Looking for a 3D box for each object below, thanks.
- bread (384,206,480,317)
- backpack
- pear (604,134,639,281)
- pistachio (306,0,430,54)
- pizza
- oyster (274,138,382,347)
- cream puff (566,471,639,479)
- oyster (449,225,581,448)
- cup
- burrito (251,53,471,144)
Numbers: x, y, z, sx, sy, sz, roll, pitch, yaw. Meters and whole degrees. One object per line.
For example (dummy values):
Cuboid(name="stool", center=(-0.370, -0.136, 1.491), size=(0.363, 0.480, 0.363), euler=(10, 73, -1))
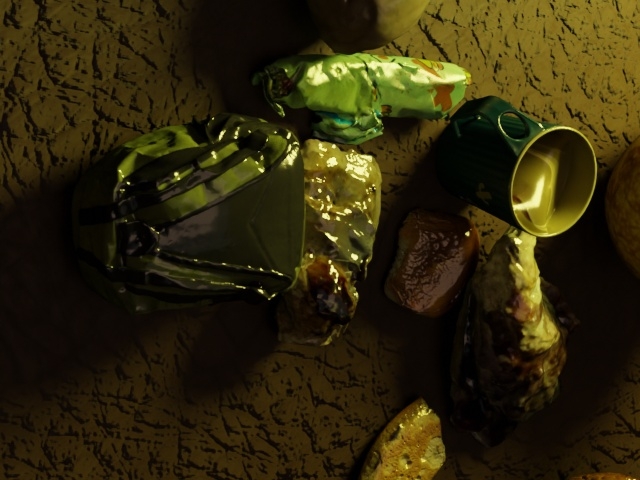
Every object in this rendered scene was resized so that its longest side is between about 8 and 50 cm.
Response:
Cuboid(name="bread", center=(0.138, 0.030, 1.983), size=(0.126, 0.044, 0.129), euler=(15, 98, -37))
Cuboid(name="backpack", center=(-0.129, -0.022, 1.712), size=(0.253, 0.140, 0.207), euler=(-13, 110, -31))
Cuboid(name="pear", center=(0.500, -0.047, 2.081), size=(0.281, 0.281, 0.280), euler=(-12, 111, -33))
Cuboid(name="pistachio", center=(0.067, -0.309, 1.770), size=(0.138, 0.153, 0.238), euler=(20, 90, 2))
Cuboid(name="pizza", center=(0.098, 0.270, 2.034), size=(0.099, 0.036, 0.160), euler=(40, 81, -37))
Cuboid(name="oyster", center=(0.009, 0.011, 1.852), size=(0.161, 0.107, 0.232), euler=(14, 94, -30))
Cuboid(name="cream puff", center=(0.375, 0.453, 2.183), size=(0.303, 0.212, 0.303), euler=(-10, 110, -28))
Cuboid(name="oyster", center=(0.247, 0.124, 2.053), size=(0.271, 0.100, 0.275), euler=(31, 82, -55))
Cuboid(name="cup", center=(0.213, -0.099, 1.924), size=(0.131, 0.155, 0.176), euler=(-44, 123, -17))
Cuboid(name="burrito", center=(0.049, -0.157, 1.854), size=(0.288, 0.054, 0.104), euler=(0, 107, -37))
